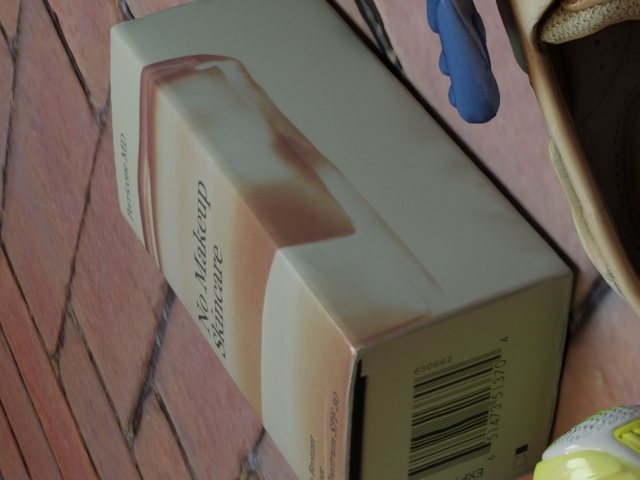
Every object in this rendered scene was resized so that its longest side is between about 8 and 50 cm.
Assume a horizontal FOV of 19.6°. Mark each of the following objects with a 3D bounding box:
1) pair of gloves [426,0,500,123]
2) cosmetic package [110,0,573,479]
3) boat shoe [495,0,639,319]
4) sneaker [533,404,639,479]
[{"bbox_3d":[0.036,-0.143,0.684,0.159,0.023,0.198,68,-172,-69],"label":"pair of gloves"},{"bbox_3d":[0.000,0.000,1.014,0.296,0.129,0.153,52,152,43],"label":"cosmetic package"},{"bbox_3d":[0.109,-0.106,0.660,0.098,0.109,0.302,-79,-24,-68],"label":"boat shoe"},{"bbox_3d":[0.126,0.183,0.901,0.126,0.091,0.240,62,155,24],"label":"sneaker"}]
